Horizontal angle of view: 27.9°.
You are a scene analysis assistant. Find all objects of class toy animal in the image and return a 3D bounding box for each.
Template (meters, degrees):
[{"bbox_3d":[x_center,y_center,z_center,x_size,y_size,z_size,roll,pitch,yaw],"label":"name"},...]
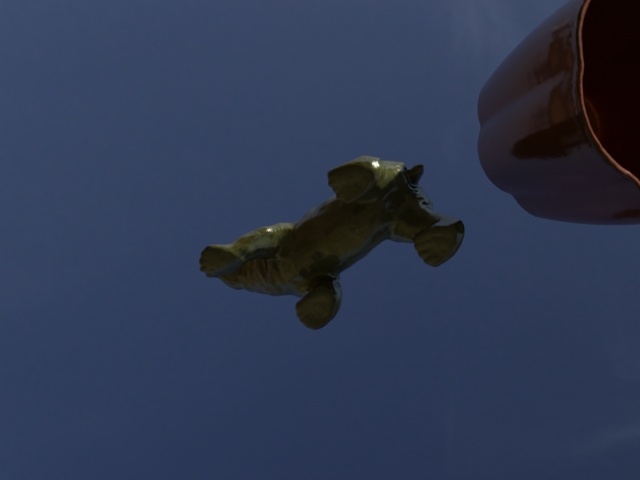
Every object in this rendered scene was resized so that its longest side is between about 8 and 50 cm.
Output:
[{"bbox_3d":[0.000,0.000,0.995,0.218,0.101,0.103,-31,-77,18],"label":"toy animal"}]

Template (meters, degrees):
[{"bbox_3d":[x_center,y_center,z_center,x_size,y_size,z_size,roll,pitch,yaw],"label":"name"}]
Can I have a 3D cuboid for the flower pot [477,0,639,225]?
[{"bbox_3d":[0.210,-0.096,0.953,0.173,0.190,0.191,-16,-115,60],"label":"flower pot"}]
